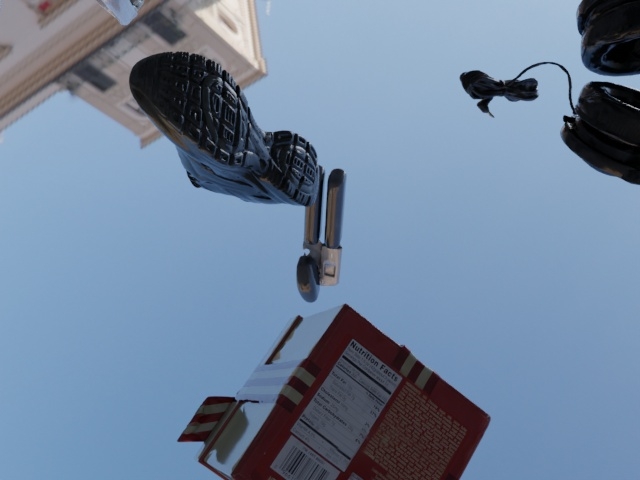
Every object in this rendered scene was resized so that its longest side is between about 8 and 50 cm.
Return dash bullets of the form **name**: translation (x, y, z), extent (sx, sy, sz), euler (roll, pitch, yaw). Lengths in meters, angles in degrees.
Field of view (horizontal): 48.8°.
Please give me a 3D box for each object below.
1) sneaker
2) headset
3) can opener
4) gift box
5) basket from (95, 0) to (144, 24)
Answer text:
- **sneaker**: translation (-0.122, -0.107, 0.814), extent (0.130, 0.286, 0.109), euler (-7, -119, 33)
- **headset**: translation (0.333, -0.190, 0.815), extent (0.394, 0.185, 0.243), euler (-159, -106, -69)
- **can opener**: translation (0.000, 0.000, 1.260), extent (0.076, 0.283, 0.095), euler (11, -134, 8)
- **gift box**: translation (-0.005, 0.246, 0.843), extent (0.276, 0.255, 0.258), euler (-49, -174, -20)
- **basket**: translation (-0.213, -0.293, 0.628), extent (0.103, 0.167, 0.113), euler (-50, -170, 1)
